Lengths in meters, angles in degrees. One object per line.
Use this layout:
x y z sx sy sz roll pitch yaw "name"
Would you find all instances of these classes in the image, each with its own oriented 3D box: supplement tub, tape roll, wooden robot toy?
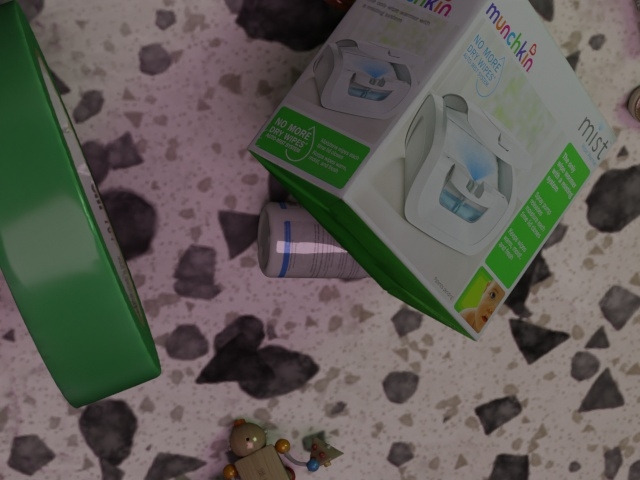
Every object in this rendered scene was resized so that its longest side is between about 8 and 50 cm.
0.000 0.000 1.583 0.107 0.071 0.071 2 113 -13 "supplement tub"
-0.217 -0.028 1.378 0.077 0.321 0.321 -22 116 -5 "tape roll"
-0.070 0.214 1.677 0.173 0.076 0.079 -26 81 -1 "wooden robot toy"

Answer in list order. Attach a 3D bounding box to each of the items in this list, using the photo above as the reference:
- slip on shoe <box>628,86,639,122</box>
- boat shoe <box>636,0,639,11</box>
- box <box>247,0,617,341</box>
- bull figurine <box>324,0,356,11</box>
0.358 -0.119 1.633 0.135 0.041 0.051 11 110 -18 "slip on shoe"
0.307 -0.219 1.585 0.035 0.035 0.100 11 116 9 "boat shoe"
0.101 -0.084 1.464 0.231 0.127 0.262 -53 139 -8 "box"
0.085 -0.333 1.440 0.188 0.101 0.310 39 100 -26 "bull figurine"
